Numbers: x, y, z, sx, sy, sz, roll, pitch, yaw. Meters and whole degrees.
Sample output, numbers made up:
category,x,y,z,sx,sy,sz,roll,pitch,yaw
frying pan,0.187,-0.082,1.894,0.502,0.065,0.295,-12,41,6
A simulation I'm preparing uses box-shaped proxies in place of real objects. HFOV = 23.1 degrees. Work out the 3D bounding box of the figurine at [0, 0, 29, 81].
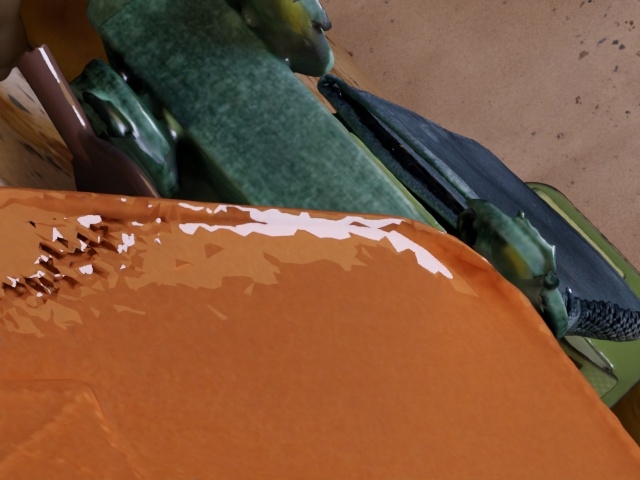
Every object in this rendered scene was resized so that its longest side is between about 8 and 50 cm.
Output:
category,x,y,z,sx,sy,sz,roll,pitch,yaw
figurine,-0.250,-0.250,0.943,0.173,0.177,0.247,12,-34,7

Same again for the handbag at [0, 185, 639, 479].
category,x,y,z,sx,sy,sz,roll,pitch,yaw
handbag,0.014,0.153,0.376,0.303,0.116,0.410,5,36,-38

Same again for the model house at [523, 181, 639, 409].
category,x,y,z,sx,sy,sz,roll,pitch,yaw
model house,0.154,0.072,1.358,0.218,0.205,0.278,47,17,17

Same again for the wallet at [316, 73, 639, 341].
category,x,y,z,sx,sy,sz,roll,pitch,yaw
wallet,0.128,-0.006,1.179,0.237,0.075,0.342,43,11,20

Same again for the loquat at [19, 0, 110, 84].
category,x,y,z,sx,sy,sz,roll,pitch,yaw
loquat,-0.132,-0.200,1.158,0.208,0.208,0.208,44,10,-9

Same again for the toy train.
category,x,y,z,sx,sy,sz,roll,pitch,yaw
toy train,0.000,0.000,0.964,0.397,0.160,0.253,48,-10,16

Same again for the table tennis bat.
category,x,y,z,sx,sy,sz,roll,pitch,yaw
table tennis bat,-0.157,-0.007,0.852,0.170,0.119,0.107,60,-26,-3

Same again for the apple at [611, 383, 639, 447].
category,x,y,z,sx,sy,sz,roll,pitch,yaw
apple,0.457,0.184,1.569,0.400,0.400,0.333,49,20,20
